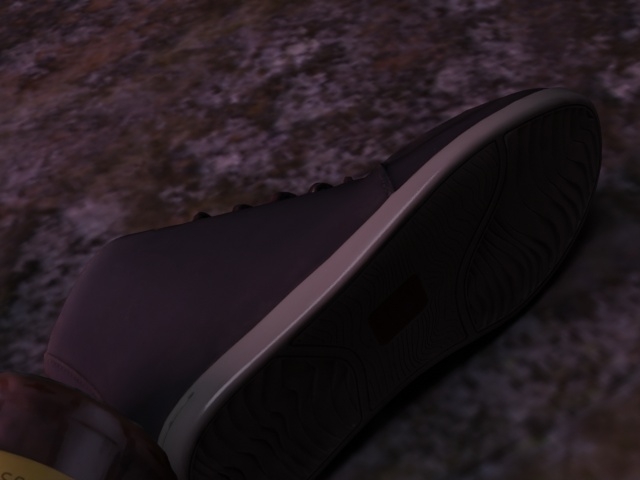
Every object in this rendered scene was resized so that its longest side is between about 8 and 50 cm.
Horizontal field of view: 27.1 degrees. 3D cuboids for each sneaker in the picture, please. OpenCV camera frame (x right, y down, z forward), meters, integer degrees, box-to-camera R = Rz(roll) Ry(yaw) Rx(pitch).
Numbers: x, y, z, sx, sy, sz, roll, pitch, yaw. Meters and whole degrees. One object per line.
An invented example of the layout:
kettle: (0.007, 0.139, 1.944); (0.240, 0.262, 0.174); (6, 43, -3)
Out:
sneaker: (0.000, 0.000, 0.503); (0.222, 0.083, 0.118); (-37, 40, -22)

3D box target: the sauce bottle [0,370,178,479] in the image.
sauce bottle: (-0.124, 0.182, 0.298); (0.111, 0.111, 0.344); (-4, 38, 18)
